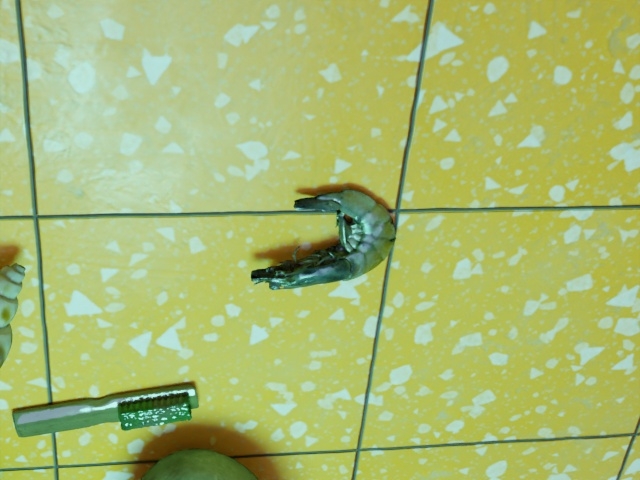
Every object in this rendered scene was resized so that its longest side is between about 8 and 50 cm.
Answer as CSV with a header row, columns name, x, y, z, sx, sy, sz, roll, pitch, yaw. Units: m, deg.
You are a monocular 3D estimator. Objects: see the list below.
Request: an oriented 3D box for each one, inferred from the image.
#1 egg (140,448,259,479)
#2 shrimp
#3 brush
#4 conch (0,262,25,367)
name,x,y,z,sx,sy,sz,roll,pitch,yaw
egg,-0.178,0.500,1.767,0.258,0.258,0.352,-19,112,4
shrimp,0.000,0.000,1.560,0.217,0.051,0.150,-17,126,-7
brush,-0.329,0.270,1.706,0.282,0.048,0.054,-7,126,-4
conch,-0.509,0.133,1.496,0.275,0.183,0.148,-21,97,-2
